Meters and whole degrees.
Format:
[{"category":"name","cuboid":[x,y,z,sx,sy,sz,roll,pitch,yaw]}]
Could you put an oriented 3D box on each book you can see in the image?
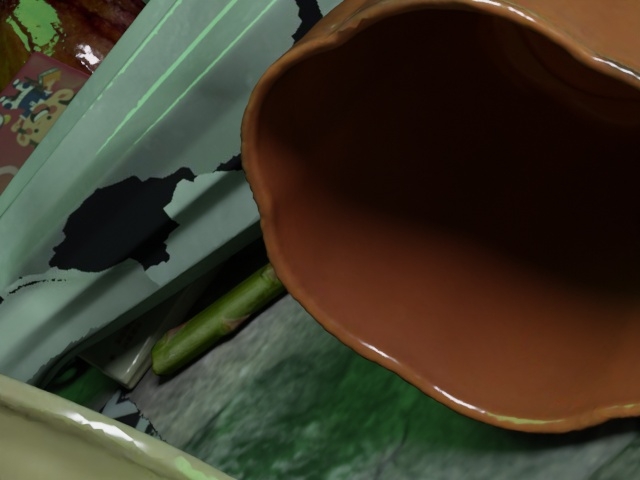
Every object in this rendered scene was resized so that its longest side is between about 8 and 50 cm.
[{"category":"book","cuboid":[-0.154,-0.022,0.890,0.232,0.022,0.162,27,75,33]}]

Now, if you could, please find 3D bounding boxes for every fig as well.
[{"category":"fig","cuboid":[-0.202,-0.156,1.117,0.148,0.202,0.149,-27,-5,11]}]

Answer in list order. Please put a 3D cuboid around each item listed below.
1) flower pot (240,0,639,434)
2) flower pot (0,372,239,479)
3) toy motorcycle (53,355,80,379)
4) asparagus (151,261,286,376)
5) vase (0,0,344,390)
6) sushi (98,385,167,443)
[{"category":"flower pot","cuboid":[0.088,-0.052,0.532,0.190,0.190,0.173,-21,26,42]},{"category":"flower pot","cuboid":[-0.134,0.174,0.447,0.307,0.307,0.244,18,84,61]},{"category":"toy motorcycle","cuboid":[-0.251,0.005,1.018,0.340,0.108,0.223,-9,57,41]},{"category":"asparagus","cuboid":[0.000,0.000,0.751,0.248,0.025,0.024,-38,-15,20]},{"category":"vase","cuboid":[-0.080,-0.048,0.767,0.360,0.165,0.165,-42,27,4]},{"category":"sushi","cuboid":[-0.160,0.181,0.712,0.219,0.047,0.231,-50,26,-5]}]
